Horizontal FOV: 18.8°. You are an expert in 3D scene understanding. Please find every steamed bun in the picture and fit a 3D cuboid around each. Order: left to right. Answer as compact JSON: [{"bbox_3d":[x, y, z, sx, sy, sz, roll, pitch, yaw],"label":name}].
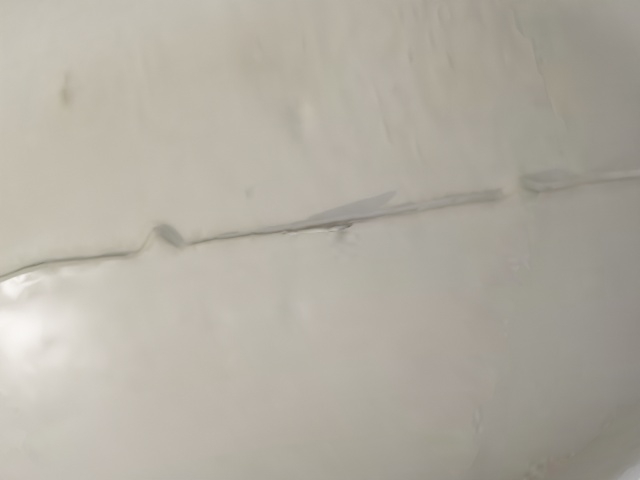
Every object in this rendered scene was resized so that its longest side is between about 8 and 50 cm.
[{"bbox_3d":[-0.013,-0.010,0.757,0.374,0.334,0.334,-8,135,9],"label":"steamed bun"}]
